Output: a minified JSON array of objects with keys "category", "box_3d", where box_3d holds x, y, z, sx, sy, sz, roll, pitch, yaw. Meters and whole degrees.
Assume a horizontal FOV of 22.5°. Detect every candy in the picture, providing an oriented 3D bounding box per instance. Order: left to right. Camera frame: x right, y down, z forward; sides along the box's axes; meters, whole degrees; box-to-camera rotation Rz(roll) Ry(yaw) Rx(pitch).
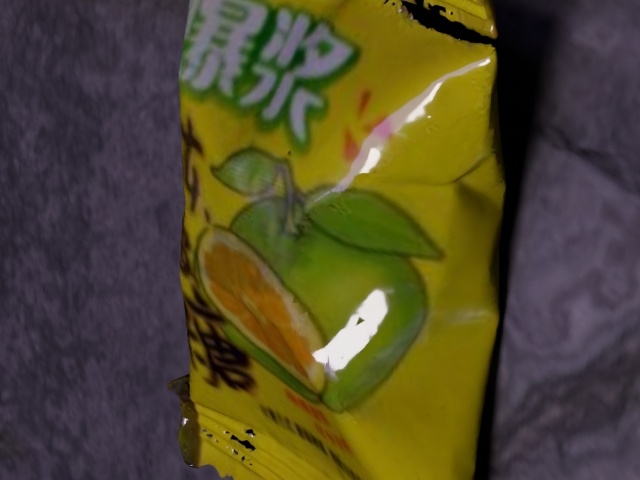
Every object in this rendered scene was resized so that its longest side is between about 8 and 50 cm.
[{"category":"candy","box_3d":[0.000,0.000,0.637,0.187,0.081,0.297,30,130,42]}]
